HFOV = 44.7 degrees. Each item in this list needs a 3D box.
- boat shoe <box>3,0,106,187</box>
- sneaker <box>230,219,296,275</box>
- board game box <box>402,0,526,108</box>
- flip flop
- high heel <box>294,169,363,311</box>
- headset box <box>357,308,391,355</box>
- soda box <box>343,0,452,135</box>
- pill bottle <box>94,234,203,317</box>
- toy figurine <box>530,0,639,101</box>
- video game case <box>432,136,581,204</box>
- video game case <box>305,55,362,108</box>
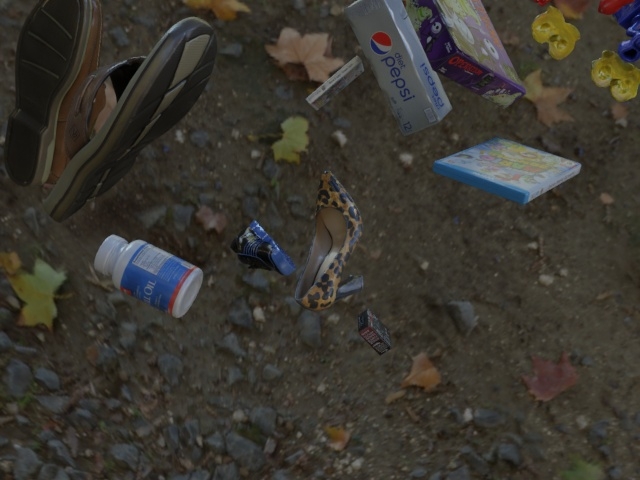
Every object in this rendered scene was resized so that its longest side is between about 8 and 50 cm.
[{"bbox_3d":[-0.364,-0.220,1.107,0.110,0.307,0.104,40,29,20],"label":"boat shoe"},{"bbox_3d":[-0.133,0.036,1.760,0.090,0.232,0.081,-43,122,-2],"label":"sneaker"},{"bbox_3d":[0.171,-0.367,1.133,0.056,0.208,0.347,-32,65,28],"label":"board game box"},{"bbox_3d":[-0.200,-0.117,0.747,0.080,0.277,0.112,51,38,-1],"label":"flip flop"},{"bbox_3d":[0.000,0.000,1.503,0.186,0.093,0.261,-17,97,-50],"label":"high heel"},{"bbox_3d":[0.108,0.186,1.601,0.032,0.062,0.083,-36,115,19],"label":"headset box"},{"bbox_3d":[0.162,-0.367,1.584,0.286,0.091,0.098,63,34,-13],"label":"soda box"},{"bbox_3d":[-0.387,0.074,1.742,0.221,0.124,0.124,25,68,8],"label":"pill bottle"},{"bbox_3d":[0.426,-0.282,0.898,0.362,0.191,0.217,27,55,-16],"label":"toy figurine"},{"bbox_3d":[0.227,-0.088,0.936,0.119,0.015,0.166,25,31,31],"label":"video game case"},{"bbox_3d":[0.034,-0.344,1.716,0.143,0.157,0.019,-39,90,7],"label":"video game case"}]
